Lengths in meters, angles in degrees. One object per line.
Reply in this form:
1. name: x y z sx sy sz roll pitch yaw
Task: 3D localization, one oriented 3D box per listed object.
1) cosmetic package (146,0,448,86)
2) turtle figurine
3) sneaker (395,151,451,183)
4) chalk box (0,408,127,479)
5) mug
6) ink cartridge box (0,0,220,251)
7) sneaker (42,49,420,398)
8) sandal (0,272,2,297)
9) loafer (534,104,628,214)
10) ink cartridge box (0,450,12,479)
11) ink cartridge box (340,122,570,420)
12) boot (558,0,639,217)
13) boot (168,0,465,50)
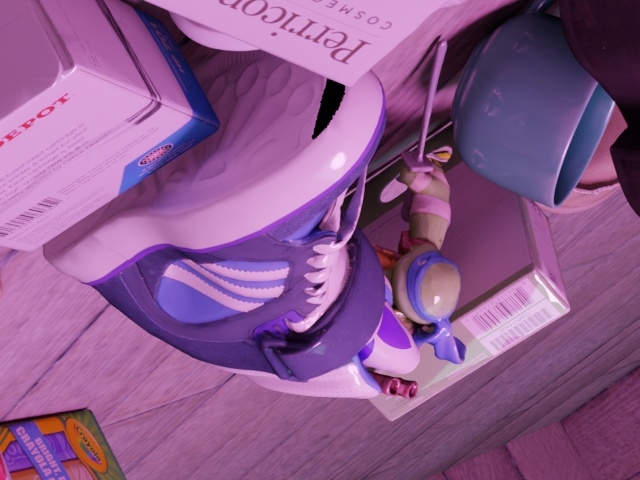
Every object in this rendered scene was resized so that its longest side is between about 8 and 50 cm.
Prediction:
1. cosmetic package: 0.044 -0.230 0.599 0.197 0.155 0.365 18 135 -37
2. turtle figurine: -0.011 -0.021 1.459 0.266 0.275 0.198 -15 -156 49
3. sneaker: 0.094 -0.054 1.676 0.031 0.035 0.083 -39 163 33
4. chalk box: -0.276 0.279 1.827 0.180 0.179 0.289 -35 165 25
5. mug: 0.160 -0.113 1.456 0.158 0.097 0.129 -62 165 -14
6. ink cartridge box: -0.157 -0.067 1.038 0.139 0.082 0.190 -32 164 13
7. sneaker: 0.000 0.001 1.209 0.236 0.130 0.322 30 150 -27
8. sandal: -0.207 0.038 1.019 0.088 0.079 0.240 -8 172 3
9. loafer: 0.268 -0.112 1.707 0.268 0.102 0.092 -31 168 -33
10. ink cartridge box: -0.347 0.187 1.468 0.226 0.131 0.306 -27 165 -11
11. ink cartridge box: 0.097 0.011 1.559 0.171 0.056 0.235 -34 -150 20
12. boot: 0.295 -0.184 1.415 0.096 0.264 0.280 2 -145 45
13. boot: 0.034 -0.152 1.081 0.258 0.095 0.123 -27 159 -14
